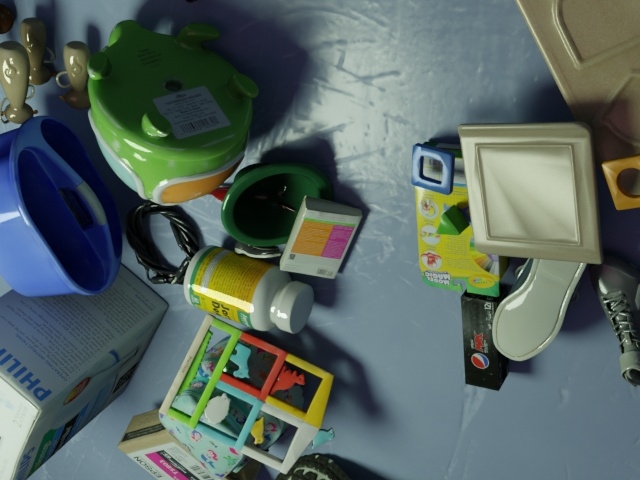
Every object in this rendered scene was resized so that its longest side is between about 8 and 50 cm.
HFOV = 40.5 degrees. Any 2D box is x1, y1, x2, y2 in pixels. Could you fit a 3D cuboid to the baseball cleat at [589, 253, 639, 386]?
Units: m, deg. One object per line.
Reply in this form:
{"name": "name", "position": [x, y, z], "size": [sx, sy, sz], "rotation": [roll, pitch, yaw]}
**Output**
{"name": "baseball cleat", "position": [0.426, 0.118, 1.183], "size": [0.205, 0.109, 0.072], "rotation": [53, 136, -4]}

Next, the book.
{"name": "book", "position": [0.000, 0.000, 1.407], "size": [0.096, 0.035, 0.144], "rotation": [11, 131, -15]}

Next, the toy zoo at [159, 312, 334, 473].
{"name": "toy zoo", "position": [-0.108, 0.276, 1.517], "size": [0.293, 0.030, 0.192], "rotation": [25, 87, -1]}

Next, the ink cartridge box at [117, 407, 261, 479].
{"name": "ink cartridge box", "position": [-0.274, 0.449, 1.814], "size": [0.193, 0.088, 0.235], "rotation": [-26, 118, 40]}

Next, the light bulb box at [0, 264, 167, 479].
{"name": "light bulb box", "position": [-0.540, 0.248, 1.712], "size": [0.225, 0.361, 0.358], "rotation": [39, 132, 6]}

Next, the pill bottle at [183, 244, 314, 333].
{"name": "pill bottle", "position": [-0.122, 0.089, 1.508], "size": [0.209, 0.117, 0.117], "rotation": [17, 126, 23]}

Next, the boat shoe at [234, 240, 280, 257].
{"name": "boat shoe", "position": [-0.107, 0.007, 1.478], "size": [0.125, 0.046, 0.038], "rotation": [11, 100, 59]}

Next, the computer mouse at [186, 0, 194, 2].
{"name": "computer mouse", "position": [-0.265, -0.426, 1.331], "size": [0.193, 0.042, 0.106], "rotation": [12, 128, 20]}

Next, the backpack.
{"name": "backpack", "position": [-0.164, 0.307, 1.636], "size": [0.225, 0.191, 0.253], "rotation": [46, 127, 1]}

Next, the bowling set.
{"name": "bowling set", "position": [-0.537, -0.308, 1.522], "size": [0.287, 0.199, 0.154], "rotation": [-3, 132, -14]}

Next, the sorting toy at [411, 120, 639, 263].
{"name": "sorting toy", "position": [0.278, -0.066, 1.126], "size": [0.348, 0.047, 0.195], "rotation": [5, 119, 39]}

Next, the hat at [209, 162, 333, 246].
{"name": "hat", "position": [-0.103, -0.108, 1.434], "size": [0.209, 0.183, 0.172], "rotation": [-12, 135, -10]}

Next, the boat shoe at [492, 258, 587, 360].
{"name": "boat shoe", "position": [0.319, 0.064, 1.238], "size": [0.095, 0.079, 0.254], "rotation": [26, 127, 20]}

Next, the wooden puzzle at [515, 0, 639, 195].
{"name": "wooden puzzle", "position": [0.422, -0.243, 0.988], "size": [0.322, 0.080, 0.347], "rotation": [-21, 101, 39]}

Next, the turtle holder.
{"name": "turtle holder", "position": [-0.258, -0.194, 1.340], "size": [0.320, 0.243, 0.227], "rotation": [29, 142, 10]}

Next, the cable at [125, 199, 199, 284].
{"name": "cable", "position": [-0.289, 0.007, 1.611], "size": [0.151, 0.047, 0.184], "rotation": [10, 122, 27]}

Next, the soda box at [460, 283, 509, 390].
{"name": "soda box", "position": [0.256, 0.148, 1.347], "size": [0.060, 0.053, 0.168], "rotation": [9, 122, 29]}

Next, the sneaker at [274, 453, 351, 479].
{"name": "sneaker", "position": [0.066, 0.551, 1.641], "size": [0.410, 0.158, 0.182], "rotation": [17, 145, 43]}

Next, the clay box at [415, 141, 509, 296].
{"name": "clay box", "position": [0.208, -0.029, 1.268], "size": [0.128, 0.053, 0.221], "rotation": [9, 123, 27]}

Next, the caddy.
{"name": "caddy", "position": [-0.470, -0.053, 1.535], "size": [0.179, 0.241, 0.341], "rotation": [-10, 128, 17]}
